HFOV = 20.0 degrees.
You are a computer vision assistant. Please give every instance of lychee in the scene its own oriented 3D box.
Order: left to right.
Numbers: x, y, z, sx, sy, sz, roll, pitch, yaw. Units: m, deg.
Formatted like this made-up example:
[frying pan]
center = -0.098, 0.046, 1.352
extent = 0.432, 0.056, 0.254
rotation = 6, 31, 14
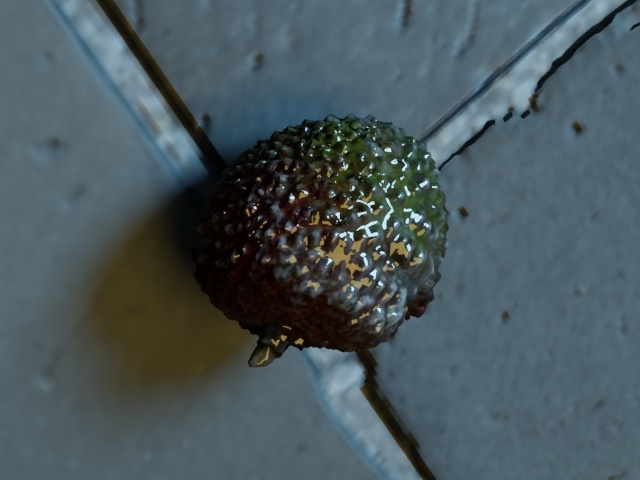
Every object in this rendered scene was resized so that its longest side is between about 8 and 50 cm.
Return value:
[lychee]
center = 0.000, 0.000, 0.521
extent = 0.083, 0.068, 0.067
rotation = -56, 159, -22
